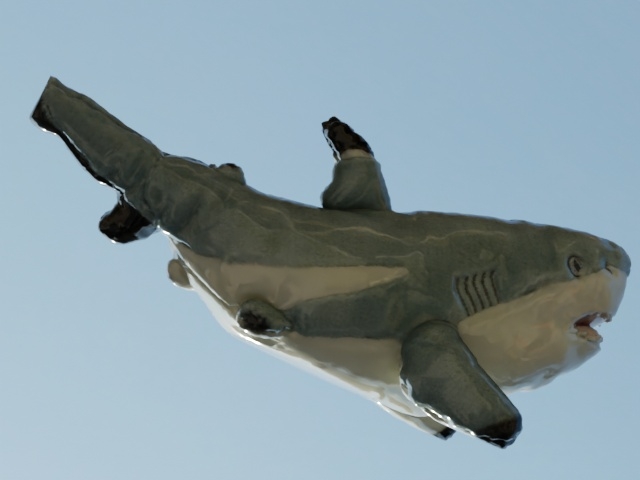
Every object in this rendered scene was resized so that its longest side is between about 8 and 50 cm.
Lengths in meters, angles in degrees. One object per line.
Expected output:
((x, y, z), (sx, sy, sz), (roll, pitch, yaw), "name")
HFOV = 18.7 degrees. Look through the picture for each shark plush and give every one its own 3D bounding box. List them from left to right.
((0.000, 0.000, 0.520), (0.161, 0.073, 0.067), (24, -97, 4), "shark plush")
